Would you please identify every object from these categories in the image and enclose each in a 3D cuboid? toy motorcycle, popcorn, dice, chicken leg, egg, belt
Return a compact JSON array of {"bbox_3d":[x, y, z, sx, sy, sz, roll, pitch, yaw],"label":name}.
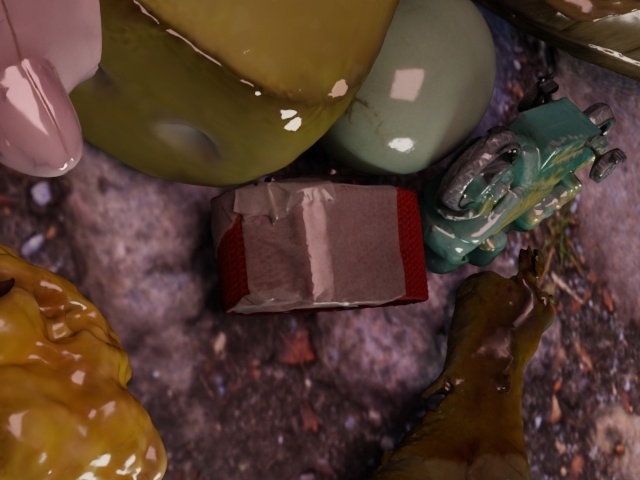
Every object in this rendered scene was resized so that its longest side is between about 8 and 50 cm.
[{"bbox_3d":[0.178,-0.045,1.222,0.109,0.198,0.296,48,38,17],"label":"toy motorcycle"},{"bbox_3d":[-0.225,0.092,0.899,0.253,0.191,0.190,48,44,-10],"label":"popcorn"},{"bbox_3d":[-0.095,-0.196,1.010,0.233,0.226,0.238,35,63,-26],"label":"dice"},{"bbox_3d":[0.133,0.197,1.182,0.201,0.152,0.429,44,52,-37],"label":"chicken leg"},{"bbox_3d":[0.066,-0.144,1.145,0.168,0.168,0.231,59,32,-13],"label":"egg"},{"bbox_3d":[0.000,0.000,1.109,0.200,0.128,0.124,-1,82,-40],"label":"belt"}]

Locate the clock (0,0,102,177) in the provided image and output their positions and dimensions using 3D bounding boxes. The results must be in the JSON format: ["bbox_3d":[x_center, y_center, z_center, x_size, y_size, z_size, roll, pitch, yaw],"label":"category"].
[{"bbox_3d":[-0.294,-0.168,0.757,0.250,0.376,0.368,-32,120,-28],"label":"clock"}]

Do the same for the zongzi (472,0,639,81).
[{"bbox_3d":[0.357,-0.284,1.205,0.499,0.467,0.218,13,80,-33],"label":"zongzi"}]
